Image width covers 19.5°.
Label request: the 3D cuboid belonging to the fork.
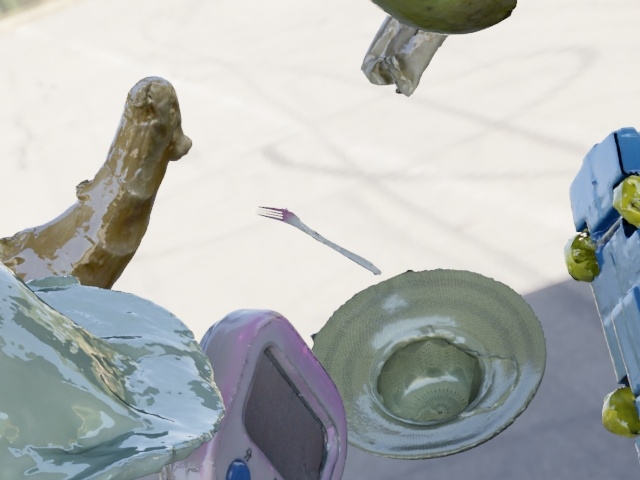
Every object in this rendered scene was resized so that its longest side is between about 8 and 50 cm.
[{"bbox_3d":[0.001,-0.001,1.505,0.012,0.115,0.016,-54,10,49],"label":"fork"}]

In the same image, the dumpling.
[{"bbox_3d":[-0.230,0.108,1.164,0.212,0.321,0.270,-56,-19,11],"label":"dumpling"}]

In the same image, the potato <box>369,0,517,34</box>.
[{"bbox_3d":[0.078,-0.285,1.502,0.176,0.298,0.141,-32,47,1],"label":"potato"}]

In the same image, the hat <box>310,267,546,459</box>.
[{"bbox_3d":[0.114,0.154,1.934,0.252,0.110,0.252,-7,47,8],"label":"hat"}]

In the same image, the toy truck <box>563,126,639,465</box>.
[{"bbox_3d":[0.373,0.071,1.932,0.162,0.385,0.161,-1,-29,-21],"label":"toy truck"}]

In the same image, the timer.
[{"bbox_3d":[-0.050,0.167,1.466,0.069,0.208,0.190,0,54,29],"label":"timer"}]

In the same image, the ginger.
[{"bbox_3d":[-0.206,-0.015,1.608,0.294,0.131,0.086,-61,29,12],"label":"ginger"}]

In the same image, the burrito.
[{"bbox_3d":[0.121,-0.242,1.836,0.226,0.087,0.060,-55,22,0],"label":"burrito"}]
